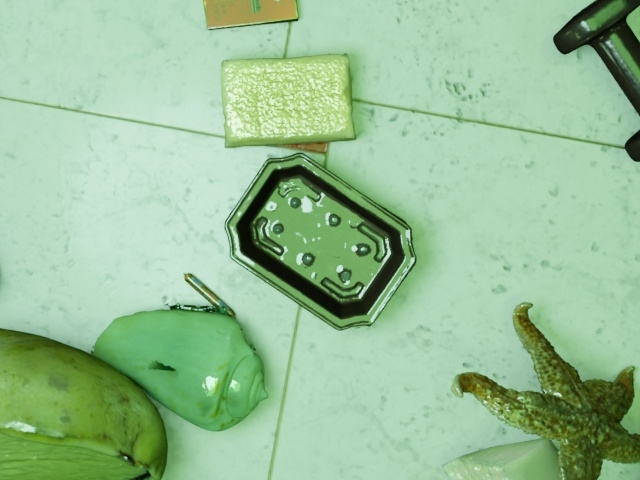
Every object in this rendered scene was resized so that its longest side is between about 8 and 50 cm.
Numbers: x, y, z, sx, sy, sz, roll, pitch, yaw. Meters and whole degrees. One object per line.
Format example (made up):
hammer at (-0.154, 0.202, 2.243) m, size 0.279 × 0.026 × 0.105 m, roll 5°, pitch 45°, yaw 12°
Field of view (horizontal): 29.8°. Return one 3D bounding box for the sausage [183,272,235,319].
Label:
sausage at (-0.159, 0.080, 1.729) m, size 0.100 × 0.015 × 0.015 m, roll 41°, pitch 93°, yaw -1°

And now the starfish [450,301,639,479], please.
starfish at (0.330, 0.244, 1.599) m, size 0.375 × 0.094 × 0.327 m, roll 27°, pitch 56°, yaw -19°

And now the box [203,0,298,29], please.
box at (-0.101, -0.349, 1.701) m, size 0.133 × 0.023 × 0.090 m, roll -5°, pitch 95°, yaw 2°

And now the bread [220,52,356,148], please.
bread at (-0.047, -0.197, 1.686) m, size 0.188 × 0.068 × 0.126 m, roll -3°, pitch 93°, yaw 2°

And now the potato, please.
potato at (-0.346, 0.233, 1.652) m, size 0.280 × 0.330 × 0.213 m, roll 12°, pitch 60°, yaw -19°

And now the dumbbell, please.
dumbbell at (0.430, -0.229, 1.644) m, size 0.140 × 0.124 × 0.225 m, roll -35°, pitch 92°, yaw 2°

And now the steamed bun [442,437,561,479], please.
steamed bun at (0.273, 0.388, 1.661) m, size 0.200 × 0.170 × 0.225 m, roll -30°, pitch 91°, yaw 9°

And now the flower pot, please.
flower pot at (0.000, 0.000, 1.688) m, size 0.251 × 0.084 × 0.179 m, roll 34°, pitch 93°, yaw -2°

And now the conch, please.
conch at (-0.185, 0.164, 1.697) m, size 0.250 × 0.137 × 0.143 m, roll 35°, pitch 121°, yaw 18°
